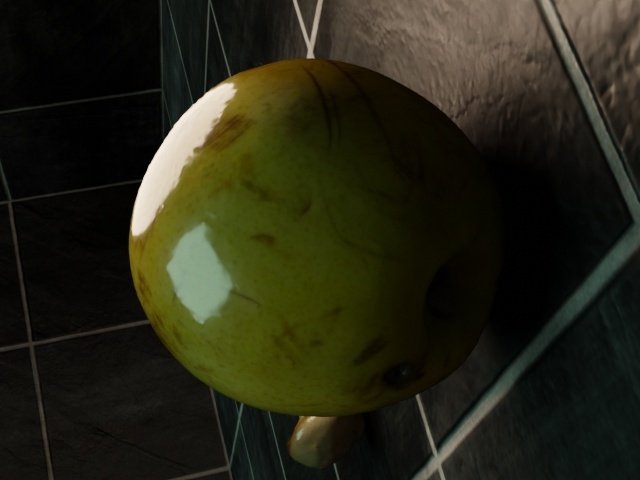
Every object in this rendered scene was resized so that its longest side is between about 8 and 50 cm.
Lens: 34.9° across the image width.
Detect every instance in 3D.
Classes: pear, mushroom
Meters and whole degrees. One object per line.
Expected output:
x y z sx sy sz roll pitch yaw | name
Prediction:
0.000 0.000 0.749 0.281 0.281 0.280 170 90 -77 | pear
-0.019 0.148 1.325 0.159 0.122 0.328 42 -161 -43 | mushroom
